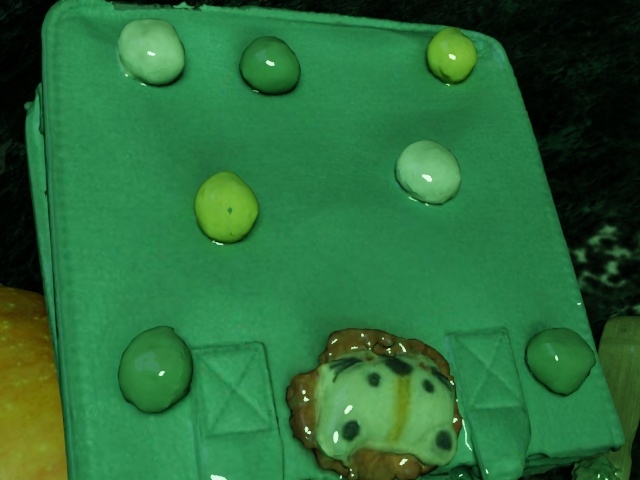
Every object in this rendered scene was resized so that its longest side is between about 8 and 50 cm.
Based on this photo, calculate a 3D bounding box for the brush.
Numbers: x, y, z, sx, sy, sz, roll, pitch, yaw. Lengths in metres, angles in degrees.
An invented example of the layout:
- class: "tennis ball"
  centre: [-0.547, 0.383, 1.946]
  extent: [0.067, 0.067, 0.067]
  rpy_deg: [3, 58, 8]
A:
- class: "brush"
  centre: [0.169, 0.117, 0.552]
  extent: [0.034, 0.027, 0.190]
  rpy_deg: [0, 49, 32]

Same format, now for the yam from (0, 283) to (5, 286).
- class: "yam"
  centre: [-0.324, 0.077, 0.892]
  extent: [0.357, 0.081, 0.081]
  rpy_deg: [18, 61, 46]

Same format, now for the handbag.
- class: "handbag"
  centre: [0.001, -0.004, 0.458]
  extent: [0.269, 0.100, 0.274]
  rpy_deg: [1, 58, -23]

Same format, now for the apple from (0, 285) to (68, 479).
- class: "apple"
  centre: [-0.190, 0.160, 0.573]
  extent: [0.206, 0.251, 0.272]
  rpy_deg: [-39, 61, -8]

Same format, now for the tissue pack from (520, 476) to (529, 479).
- class: "tissue pack"
  centre: [0.019, 0.007, 0.635]
  extent: [0.245, 0.123, 0.332]
  rpy_deg: [4, 38, -12]
